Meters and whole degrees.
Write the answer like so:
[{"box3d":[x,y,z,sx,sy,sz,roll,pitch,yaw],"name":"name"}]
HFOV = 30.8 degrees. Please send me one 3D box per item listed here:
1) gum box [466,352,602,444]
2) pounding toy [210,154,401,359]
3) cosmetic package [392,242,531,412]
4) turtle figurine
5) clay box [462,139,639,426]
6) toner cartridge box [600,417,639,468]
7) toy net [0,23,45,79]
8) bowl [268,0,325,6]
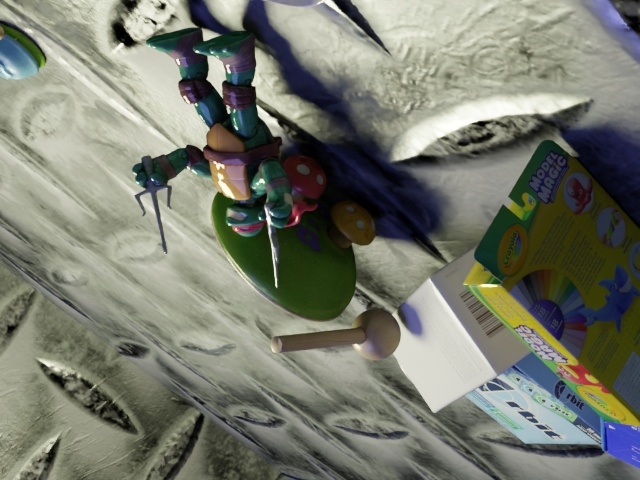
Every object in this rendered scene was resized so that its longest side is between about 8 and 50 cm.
[{"box3d":[0.239,0.177,1.345,0.157,0.041,0.184,39,159,-13],"name":"gum box"},{"box3d":[0.000,0.000,1.188,0.183,0.110,0.237,13,-140,-46],"name":"pounding toy"},{"box3d":[0.144,0.092,1.189,0.117,0.085,0.231,56,164,8],"name":"cosmetic package"},{"box3d":[-0.091,-0.077,1.085,0.175,0.118,0.234,2,114,28],"name":"turtle figurine"},{"box3d":[0.208,0.034,0.933,0.222,0.127,0.053,43,158,-22],"name":"clay box"},{"box3d":[0.434,0.212,1.073,0.347,0.075,0.165,24,157,25],"name":"toner cartridge box"},{"box3d":[-0.394,-0.265,1.306,0.122,0.045,0.232,29,158,18],"name":"toy net"},{"box3d":[-0.043,-0.217,0.796,0.142,0.053,0.142,10,169,-19],"name":"bowl"}]
